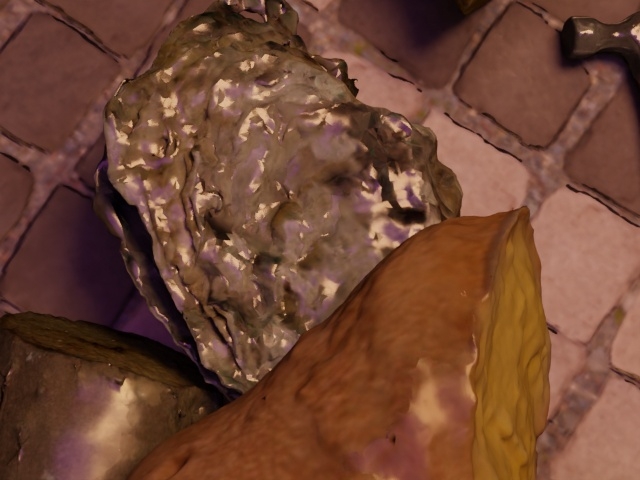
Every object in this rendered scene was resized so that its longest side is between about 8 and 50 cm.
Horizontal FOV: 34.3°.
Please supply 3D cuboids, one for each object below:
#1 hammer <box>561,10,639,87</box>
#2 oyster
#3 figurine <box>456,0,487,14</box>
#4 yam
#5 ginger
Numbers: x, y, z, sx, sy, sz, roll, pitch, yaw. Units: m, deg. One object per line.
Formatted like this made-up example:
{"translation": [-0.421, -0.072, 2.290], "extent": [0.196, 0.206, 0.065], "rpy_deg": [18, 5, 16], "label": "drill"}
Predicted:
{"translation": [0.216, -0.001, 0.623], "extent": [0.111, 0.033, 0.288], "rpy_deg": [-4, 82, -3], "label": "hammer"}
{"translation": [0.000, 0.000, 0.546], "extent": [0.268, 0.112, 0.198], "rpy_deg": [48, 56, -1], "label": "oyster"}
{"translation": [0.044, -0.307, 0.589], "extent": [0.187, 0.168, 0.315], "rpy_deg": [-43, 88, 11], "label": "figurine"}
{"translation": [-0.126, 0.164, 0.515], "extent": [0.154, 0.154, 0.254], "rpy_deg": [13, 79, -1], "label": "yam"}
{"translation": [-0.005, 0.127, 0.407], "extent": [0.190, 0.126, 0.354], "rpy_deg": [28, 69, 35], "label": "ginger"}
